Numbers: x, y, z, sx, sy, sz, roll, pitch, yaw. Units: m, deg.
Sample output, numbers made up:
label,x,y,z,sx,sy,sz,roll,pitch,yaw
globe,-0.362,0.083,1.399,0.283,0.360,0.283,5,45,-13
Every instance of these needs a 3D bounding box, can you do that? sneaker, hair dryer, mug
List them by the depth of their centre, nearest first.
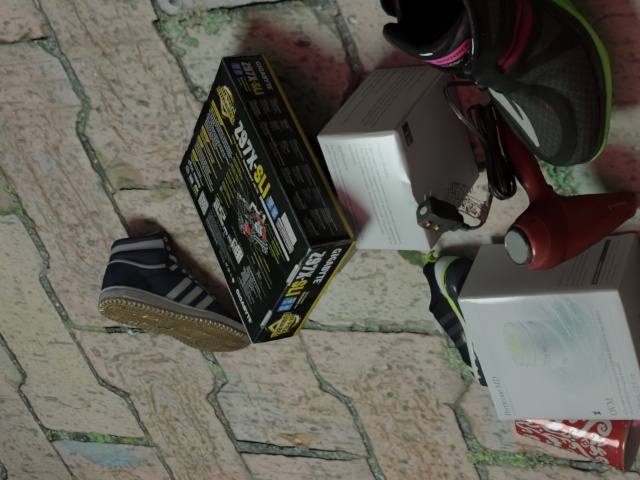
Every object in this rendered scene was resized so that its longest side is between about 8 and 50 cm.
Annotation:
label,x,y,z,sx,sy,sz,roll,pitch,yaw
sneaker,0.168,-0.247,1.361,0.185,0.202,0.483,4,142,51
hair dryer,0.274,-0.074,1.509,0.294,0.223,0.080,22,163,-16
sneaker,0.215,0.109,1.773,0.097,0.084,0.234,16,135,49
mug,0.385,0.280,1.776,0.169,0.113,0.150,12,129,26
sneaker,-0.234,0.083,2.000,0.282,0.153,0.099,21,140,-30

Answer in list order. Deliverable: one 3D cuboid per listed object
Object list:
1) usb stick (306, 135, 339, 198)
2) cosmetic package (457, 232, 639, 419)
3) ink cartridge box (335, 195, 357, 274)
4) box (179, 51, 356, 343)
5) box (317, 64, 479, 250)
label,x,y,z,sx,sy,sz,roll,pitch,yaw
usb stick,0.048,-0.076,1.724,0.278,0.045,0.077,29,143,6
cosmetic package,0.336,0.123,1.644,0.225,0.138,0.224,-5,123,30
ink cartridge box,0.000,0.000,1.758,0.092,0.090,0.143,41,162,-4
box,-0.085,-0.055,1.658,0.322,0.079,0.257,65,146,25
box,0.107,-0.109,1.565,0.119,0.182,0.181,1,126,32
